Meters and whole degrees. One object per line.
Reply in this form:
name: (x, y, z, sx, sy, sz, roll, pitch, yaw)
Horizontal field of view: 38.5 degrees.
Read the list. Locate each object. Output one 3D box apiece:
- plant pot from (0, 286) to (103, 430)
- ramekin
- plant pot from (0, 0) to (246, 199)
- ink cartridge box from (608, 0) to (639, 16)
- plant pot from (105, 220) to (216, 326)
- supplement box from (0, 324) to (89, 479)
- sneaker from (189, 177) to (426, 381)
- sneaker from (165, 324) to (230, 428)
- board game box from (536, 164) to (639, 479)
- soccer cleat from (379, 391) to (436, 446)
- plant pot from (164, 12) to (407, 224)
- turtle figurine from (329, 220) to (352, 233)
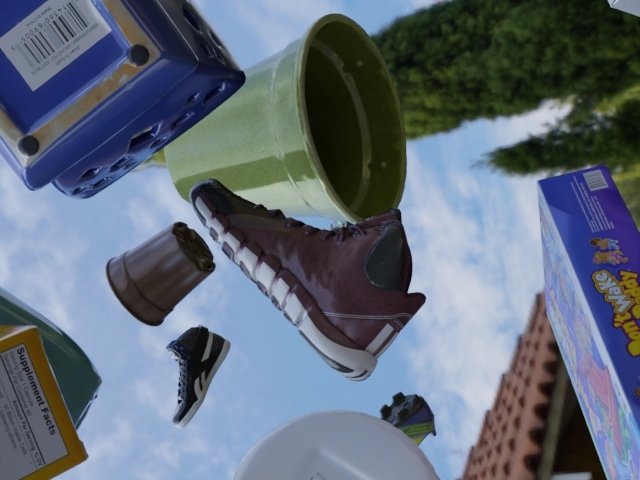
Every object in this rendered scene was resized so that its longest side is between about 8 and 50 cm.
plant pot: (-0.491, 0.248, 1.451, 0.235, 0.293, 0.293, 29, -141, -5)
ramekin: (0.020, 0.327, 1.035, 0.135, 0.277, 0.277, 77, -166, -58)
plant pot: (-0.241, -0.188, 0.900, 0.236, 0.236, 0.212, 54, -174, -3)
ink cartridge box: (0.415, -0.361, 1.136, 0.160, 0.092, 0.219, 12, -136, -18)
plant pot: (-0.309, 0.056, 1.822, 0.167, 0.165, 0.167, 48, -165, -18)
supplement box: (-0.515, 0.262, 1.157, 0.356, 0.195, 0.194, -24, -80, -33)
sneaker: (0.000, 0.000, 0.965, 0.281, 0.162, 0.106, 46, 179, 18)
sneaker: (-0.293, 0.282, 1.960, 0.121, 0.079, 0.217, 33, -114, -15)
board game box: (0.313, 0.123, 0.950, 0.347, 0.078, 0.233, -97, -8, -47)
soccer cleat: (0.102, 0.388, 1.607, 0.289, 0.093, 0.121, -38, -70, -29)
plant pot: (-0.058, -0.135, 1.222, 0.276, 0.254, 0.276, 23, -117, -56)
turtle figurine: (0.057, 0.011, 2.028, 0.234, 0.118, 0.175, -45, -53, -42)
